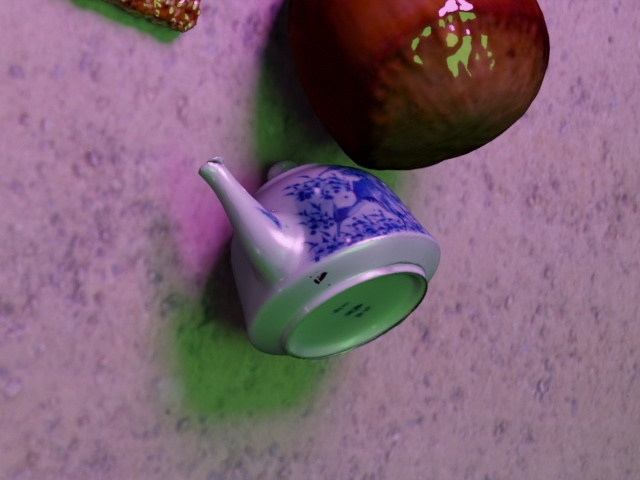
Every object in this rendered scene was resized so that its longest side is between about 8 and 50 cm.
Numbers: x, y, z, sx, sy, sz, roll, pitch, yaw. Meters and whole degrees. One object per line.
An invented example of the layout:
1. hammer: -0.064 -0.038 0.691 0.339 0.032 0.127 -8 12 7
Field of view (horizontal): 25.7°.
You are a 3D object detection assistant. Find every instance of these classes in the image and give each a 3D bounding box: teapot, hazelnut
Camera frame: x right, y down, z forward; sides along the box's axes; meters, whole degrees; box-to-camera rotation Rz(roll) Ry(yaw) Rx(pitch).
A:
1. teapot: 0.000 0.000 1.075 0.232 0.159 0.159 16 86 -56
2. hazelnut: 0.069 -0.160 1.081 0.208 0.208 0.208 -9 104 -41

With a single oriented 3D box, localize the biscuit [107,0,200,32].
1. biscuit: -0.108 -0.272 0.991 0.131 0.025 0.231 17 86 -44
